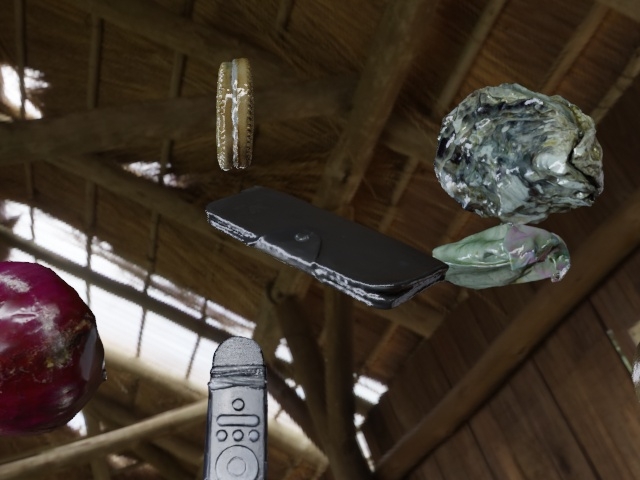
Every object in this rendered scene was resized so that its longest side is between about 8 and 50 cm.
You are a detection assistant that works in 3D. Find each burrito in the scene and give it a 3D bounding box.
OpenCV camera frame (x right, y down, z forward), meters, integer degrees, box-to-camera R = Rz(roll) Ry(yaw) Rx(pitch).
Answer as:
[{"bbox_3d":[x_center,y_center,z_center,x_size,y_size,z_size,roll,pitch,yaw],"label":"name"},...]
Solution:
[{"bbox_3d":[0.284,0.026,1.239,0.143,0.089,0.229,12,-14,-30],"label":"burrito"}]

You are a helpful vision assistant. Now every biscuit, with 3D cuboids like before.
[{"bbox_3d":[-0.189,-0.273,1.726,0.079,0.259,0.259,-1,-31,-8],"label":"biscuit"}]

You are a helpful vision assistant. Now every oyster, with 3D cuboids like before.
[{"bbox_3d":[0.236,-0.101,0.954,0.158,0.162,0.351,-37,13,-3],"label":"oyster"}]

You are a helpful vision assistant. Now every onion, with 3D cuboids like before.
[{"bbox_3d":[-0.587,0.228,1.427,0.348,0.348,0.385,-49,-3,40],"label":"onion"}]

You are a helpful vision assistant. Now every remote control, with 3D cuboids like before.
[{"bbox_3d":[-0.117,0.267,1.093,0.090,0.266,0.066,5,-25,-13],"label":"remote control"}]

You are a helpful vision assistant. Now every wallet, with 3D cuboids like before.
[{"bbox_3d":[0.000,0.000,1.231,0.197,0.377,0.051,-19,-53,-52],"label":"wallet"}]

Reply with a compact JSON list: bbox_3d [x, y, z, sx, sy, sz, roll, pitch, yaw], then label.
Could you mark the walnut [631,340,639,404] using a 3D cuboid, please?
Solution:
[{"bbox_3d":[0.344,0.130,0.671,0.140,0.162,0.140,-3,-71,-9],"label":"walnut"}]
